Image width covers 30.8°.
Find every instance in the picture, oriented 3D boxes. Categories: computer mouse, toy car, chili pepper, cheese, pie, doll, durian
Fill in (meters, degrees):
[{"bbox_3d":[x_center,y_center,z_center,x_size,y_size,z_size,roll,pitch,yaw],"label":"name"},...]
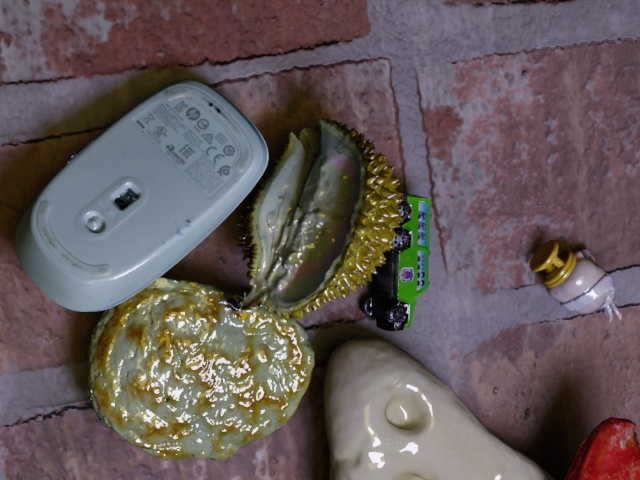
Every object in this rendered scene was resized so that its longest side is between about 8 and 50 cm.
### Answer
[{"bbox_3d":[-0.192,-0.044,1.249,0.159,0.097,0.288,44,71,10],"label":"computer mouse"},{"bbox_3d":[0.089,0.022,1.346,0.063,0.071,0.165,-2,96,-28],"label":"toy car"},{"bbox_3d":[0.322,0.328,1.308,0.144,0.136,0.252,21,85,16],"label":"chili pepper"},{"bbox_3d":[0.077,0.321,1.338,0.351,0.129,0.328,41,83,-17],"label":"cheese"},{"bbox_3d":[-0.138,0.145,1.289,0.248,0.090,0.201,18,95,-17],"label":"pie"},{"bbox_3d":[0.318,0.047,1.409,0.127,0.073,0.084,38,54,-13],"label":"doll"},{"bbox_3d":[0.000,0.000,1.262,0.237,0.193,0.138,-51,142,2],"label":"durian"}]
